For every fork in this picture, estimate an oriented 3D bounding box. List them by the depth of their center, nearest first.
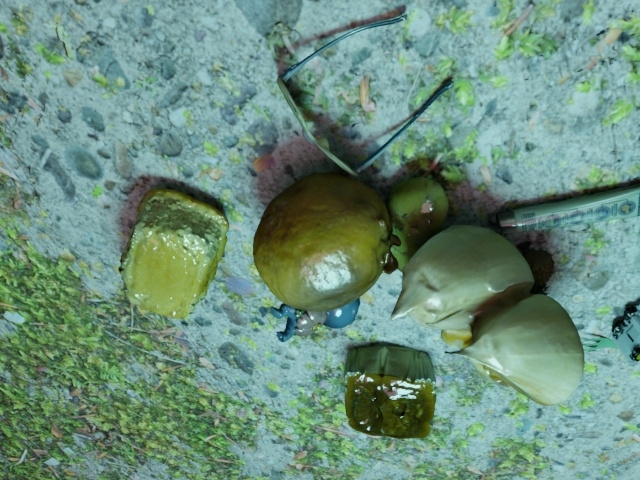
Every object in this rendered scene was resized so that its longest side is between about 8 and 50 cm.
[{"bbox_3d":[0.599,0.211,1.029,0.234,0.021,0.039,9,132,2],"label":"fork"}]

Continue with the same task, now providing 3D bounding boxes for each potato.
[{"bbox_3d":[0.153,-0.023,0.897,0.105,0.085,0.188,34,138,37],"label":"potato"}]

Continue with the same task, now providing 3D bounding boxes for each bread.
[{"bbox_3d":[-0.269,0.028,0.996,0.173,0.121,0.246,15,125,-11],"label":"bread"},{"bbox_3d":[0.146,0.323,1.147,0.191,0.110,0.210,3,127,7],"label":"bread"}]

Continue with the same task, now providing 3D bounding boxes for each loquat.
[{"bbox_3d":[0.000,0.000,0.858,0.238,0.238,0.193,-10,128,19],"label":"loquat"}]

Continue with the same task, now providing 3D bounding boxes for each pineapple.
[{"bbox_3d":[0.375,0.077,0.946,0.058,0.058,0.124,-7,126,16],"label":"pineapple"}]

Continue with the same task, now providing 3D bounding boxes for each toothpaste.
[{"bbox_3d":[0.400,-0.046,0.859,0.238,0.039,0.062,-10,123,16],"label":"toothpaste"}]

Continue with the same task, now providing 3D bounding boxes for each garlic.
[{"bbox_3d":[0.258,0.120,0.857,0.249,0.286,0.313,-16,152,14],"label":"garlic"}]

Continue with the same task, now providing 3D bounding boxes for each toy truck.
[{"bbox_3d":[0.576,0.157,0.963,0.076,0.076,0.111,-1,134,-19],"label":"toy truck"}]

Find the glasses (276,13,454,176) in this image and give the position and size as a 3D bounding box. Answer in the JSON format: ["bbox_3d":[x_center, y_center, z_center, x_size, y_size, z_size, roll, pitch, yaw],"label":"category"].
[{"bbox_3d":[0.059,-0.200,0.776,0.220,0.088,0.190,-29,117,28],"label":"glasses"}]

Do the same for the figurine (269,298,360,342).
[{"bbox_3d":[-0.018,0.115,1.013,0.144,0.178,0.114,19,121,49],"label":"figurine"}]
